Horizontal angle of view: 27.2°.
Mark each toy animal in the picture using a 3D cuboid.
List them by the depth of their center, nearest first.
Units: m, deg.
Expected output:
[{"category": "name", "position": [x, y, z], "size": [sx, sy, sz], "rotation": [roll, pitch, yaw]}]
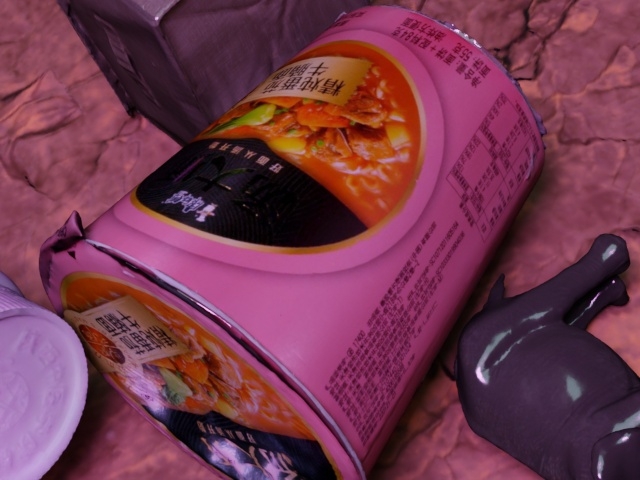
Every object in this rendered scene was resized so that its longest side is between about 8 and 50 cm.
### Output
[{"category": "toy animal", "position": [0.179, 0.104, 0.753], "size": [0.146, 0.114, 0.245], "rotation": [-38, 40, -15]}]

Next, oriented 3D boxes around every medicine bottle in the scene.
[{"category": "medicine bottle", "position": [-0.260, 0.065, 0.814], "size": [0.225, 0.139, 0.139], "rotation": [20, 68, 38]}]

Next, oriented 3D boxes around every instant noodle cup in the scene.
[{"category": "instant noodle cup", "position": [0.000, 0.000, 0.784], "size": [0.244, 0.244, 0.255], "rotation": [27, 63, 24]}]

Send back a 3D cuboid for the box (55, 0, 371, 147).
[{"category": "box", "position": [-0.073, -0.159, 0.863], "size": [0.149, 0.231, 0.155], "rotation": [38, 77, 26]}]
